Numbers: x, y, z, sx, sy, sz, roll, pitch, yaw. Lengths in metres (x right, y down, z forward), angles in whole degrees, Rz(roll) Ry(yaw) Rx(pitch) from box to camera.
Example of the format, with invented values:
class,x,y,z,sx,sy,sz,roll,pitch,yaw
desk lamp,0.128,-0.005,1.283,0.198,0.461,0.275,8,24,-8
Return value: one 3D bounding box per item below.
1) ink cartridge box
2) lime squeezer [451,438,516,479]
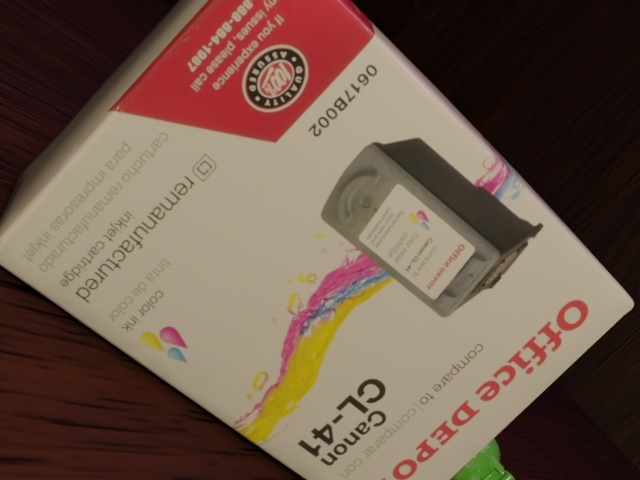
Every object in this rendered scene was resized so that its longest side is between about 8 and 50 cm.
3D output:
class,x,y,z,sx,sy,sz,roll,pitch,yaw
ink cartridge box,0.000,0.000,0.539,0.306,0.226,0.131,40,10,-21
lime squeezer,0.153,0.228,0.807,0.310,0.059,0.110,46,-23,13
